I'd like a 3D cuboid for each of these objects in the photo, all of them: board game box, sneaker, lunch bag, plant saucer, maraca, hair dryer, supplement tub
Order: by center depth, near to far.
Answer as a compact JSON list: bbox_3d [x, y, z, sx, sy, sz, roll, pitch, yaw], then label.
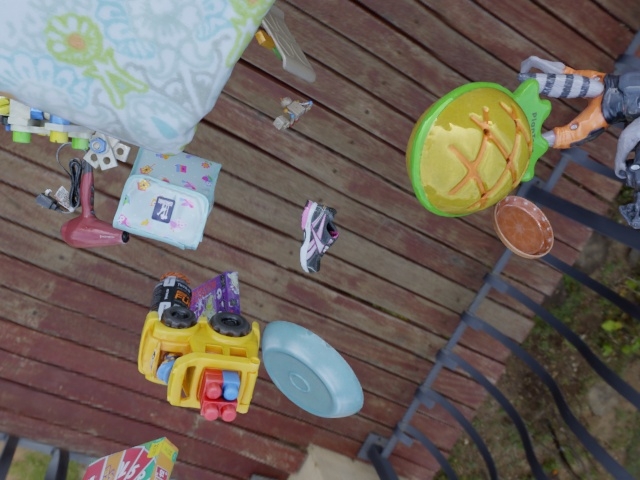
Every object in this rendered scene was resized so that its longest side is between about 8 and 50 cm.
[{"bbox_3d":[-0.015,0.128,0.578,0.021,0.119,0.119,-45,118,-35],"label":"plant saucer"},{"bbox_3d":[0.158,-0.091,0.588,0.185,0.099,0.127,-20,122,-28],"label":"maraca"},{"bbox_3d":[-0.240,0.337,0.644,0.124,0.259,0.039,-23,122,21],"label":"board game box"},{"bbox_3d":[0.241,-0.015,0.732,0.083,0.083,0.013,14,146,-17],"label":"plant saucer"},{"bbox_3d":[0.000,0.000,1.320,0.077,0.072,0.178,9,130,10],"label":"sneaker"},{"bbox_3d":[-0.602,-0.083,1.553,0.293,0.080,0.223,43,118,6],"label":"hair dryer"},{"bbox_3d":[-0.390,-0.105,1.567,0.223,0.262,0.160,17,137,-12],"label":"lunch bag"},{"bbox_3d":[-0.448,0.195,1.828,0.117,0.190,0.117,-1,136,-1],"label":"supplement tub"},{"bbox_3d":[-0.363,0.243,2.026,0.056,0.347,0.208,9,67,-33],"label":"board game box"}]

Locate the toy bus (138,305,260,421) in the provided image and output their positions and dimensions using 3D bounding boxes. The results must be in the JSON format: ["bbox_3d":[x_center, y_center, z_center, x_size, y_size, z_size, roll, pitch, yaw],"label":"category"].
[{"bbox_3d":[-0.216,0.235,1.094,0.220,0.211,0.149,10,112,-15],"label":"toy bus"}]

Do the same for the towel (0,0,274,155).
[{"bbox_3d":[-0.161,-0.258,0.428,0.320,0.090,0.374,21,119,-33],"label":"towel"}]

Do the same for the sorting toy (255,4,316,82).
[{"bbox_3d":[-0.124,-0.543,1.619,0.041,0.307,0.229,-29,82,20],"label":"sorting toy"}]

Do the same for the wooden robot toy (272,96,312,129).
[{"bbox_3d":[-0.098,-0.391,1.835,0.079,0.076,0.173,44,53,2],"label":"wooden robot toy"}]

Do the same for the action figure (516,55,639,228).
[{"bbox_3d":[0.493,-0.192,1.001,0.330,0.341,0.178,2,147,21],"label":"action figure"}]

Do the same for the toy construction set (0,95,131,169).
[{"bbox_3d":[-0.486,-0.236,1.179,0.215,0.328,0.151,6,86,-2],"label":"toy construction set"}]
